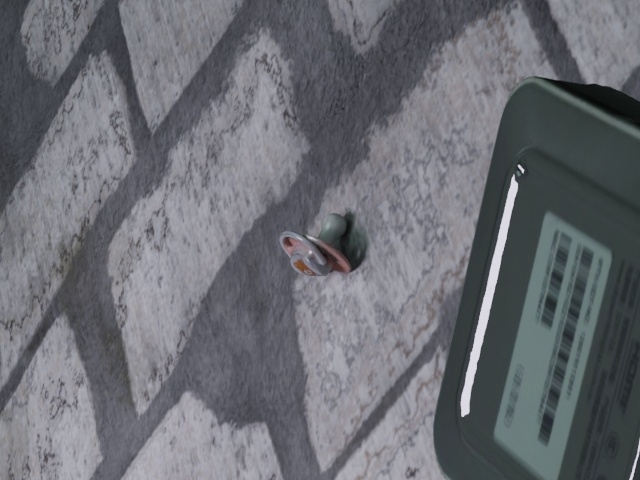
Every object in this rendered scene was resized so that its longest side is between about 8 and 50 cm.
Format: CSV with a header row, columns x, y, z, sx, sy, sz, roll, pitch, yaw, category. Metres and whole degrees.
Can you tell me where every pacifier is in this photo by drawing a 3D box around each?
x,y,z,sx,sy,sz,roll,pitch,yaw,category
0.000,0.000,2.176,0.078,0.081,0.099,-55,26,-19,pacifier

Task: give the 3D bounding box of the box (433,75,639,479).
x,y,z,sx,sy,sz,roll,pitch,yaw,category
0.247,0.092,1.646,0.396,0.111,0.396,38,122,58,box
